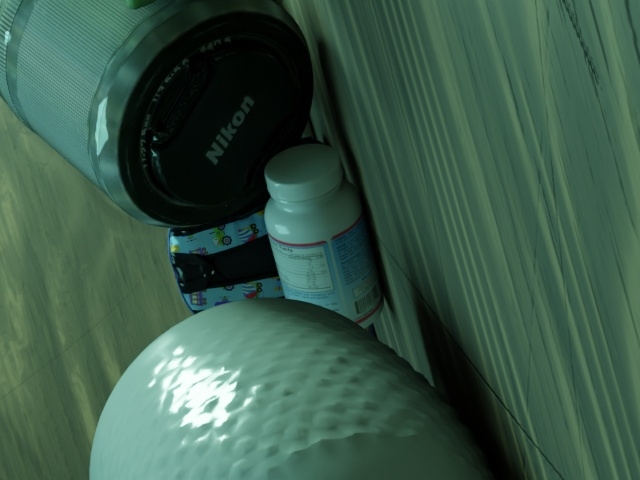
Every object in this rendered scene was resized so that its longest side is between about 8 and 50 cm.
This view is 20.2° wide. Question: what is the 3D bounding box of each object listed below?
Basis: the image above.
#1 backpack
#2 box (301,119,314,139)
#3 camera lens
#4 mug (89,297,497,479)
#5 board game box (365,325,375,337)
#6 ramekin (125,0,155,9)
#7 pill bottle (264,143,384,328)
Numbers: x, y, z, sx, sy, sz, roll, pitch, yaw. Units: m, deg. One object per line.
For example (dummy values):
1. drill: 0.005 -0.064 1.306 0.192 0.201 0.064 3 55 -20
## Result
1. backpack: -0.058 -0.004 1.679 0.117 0.173 0.158 -119 12 -67
2. box: -0.089 -0.149 1.817 0.148 0.121 0.311 -156 49 -82
3. camera lens: -0.157 -0.156 1.584 0.274 0.219 0.219 38 152 40
4. mug: 0.029 0.240 1.293 0.374 0.276 0.328 43 177 -19
5. board game box: 0.028 0.085 1.832 0.136 0.035 0.201 -159 52 -84
6. ramekin: -0.122 -0.344 1.387 0.303 0.148 0.303 163 90 -85
7. pill bottle: 0.000 0.000 1.561 0.087 0.087 0.160 -115 10 -57
